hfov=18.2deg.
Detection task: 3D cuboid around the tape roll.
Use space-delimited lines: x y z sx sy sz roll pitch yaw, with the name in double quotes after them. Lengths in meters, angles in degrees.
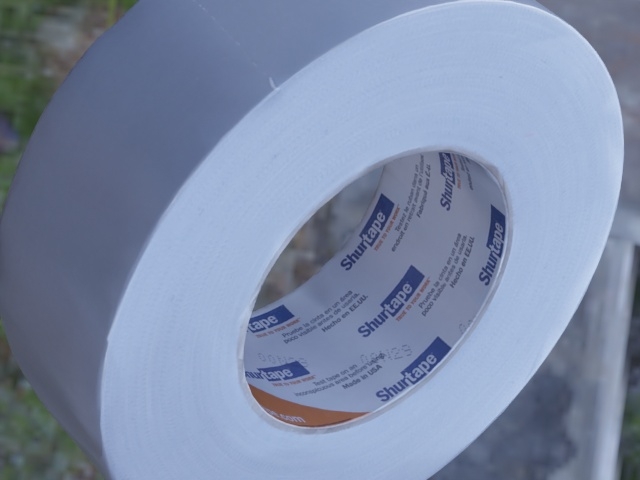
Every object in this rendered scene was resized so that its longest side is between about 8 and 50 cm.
0.000 0.000 0.688 0.219 0.072 0.219 -24 135 -27 "tape roll"
